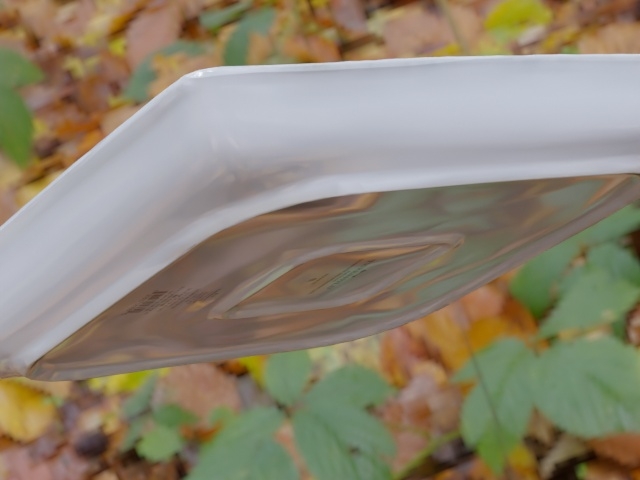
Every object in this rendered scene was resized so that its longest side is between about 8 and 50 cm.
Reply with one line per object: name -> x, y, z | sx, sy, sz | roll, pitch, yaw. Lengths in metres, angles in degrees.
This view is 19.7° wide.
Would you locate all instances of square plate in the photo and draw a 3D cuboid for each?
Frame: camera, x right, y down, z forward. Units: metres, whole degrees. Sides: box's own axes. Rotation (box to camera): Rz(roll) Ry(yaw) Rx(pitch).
square plate -> 0.000, 0.000, 0.911 | 0.344, 0.049, 0.347 | -6, -17, -37
